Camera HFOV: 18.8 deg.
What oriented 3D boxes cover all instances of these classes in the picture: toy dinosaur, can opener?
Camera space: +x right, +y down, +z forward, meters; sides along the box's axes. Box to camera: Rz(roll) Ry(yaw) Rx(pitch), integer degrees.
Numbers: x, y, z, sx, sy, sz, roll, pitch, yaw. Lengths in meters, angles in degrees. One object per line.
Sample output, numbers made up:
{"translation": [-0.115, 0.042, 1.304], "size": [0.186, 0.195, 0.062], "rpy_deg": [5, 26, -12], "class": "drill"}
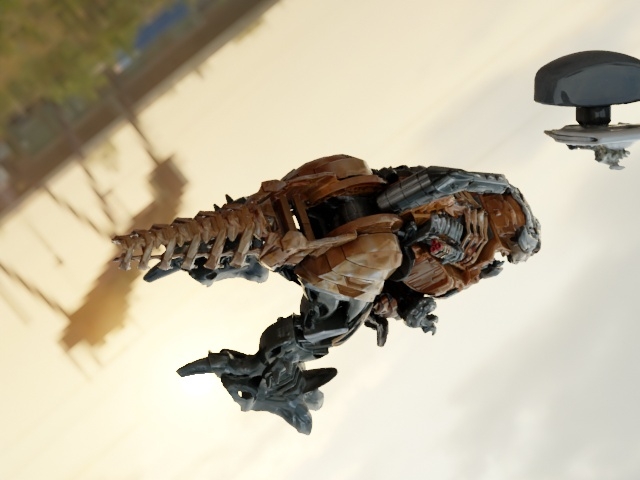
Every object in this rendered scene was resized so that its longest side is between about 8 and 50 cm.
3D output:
{"translation": [0.000, 0.000, 1.289], "size": [0.218, 0.322, 0.164], "rpy_deg": [-38, -139, 41], "class": "toy dinosaur"}
{"translation": [0.304, -0.108, 1.574], "size": [0.280, 0.093, 0.074], "rpy_deg": [-4, -170, -28], "class": "can opener"}
